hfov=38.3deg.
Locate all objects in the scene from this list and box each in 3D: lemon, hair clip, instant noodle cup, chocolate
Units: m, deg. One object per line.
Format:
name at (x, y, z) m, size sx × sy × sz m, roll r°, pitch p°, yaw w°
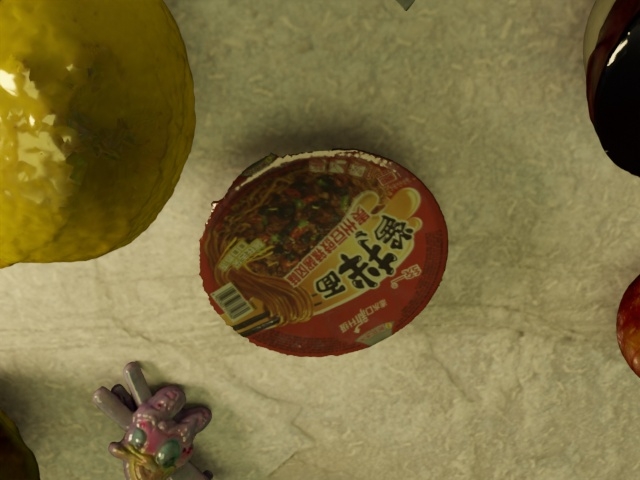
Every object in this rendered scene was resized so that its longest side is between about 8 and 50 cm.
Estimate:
lemon at (-0.243, -0.125, 0.814) m, size 0.268 × 0.268 × 0.322 m, roll 12°, pitch 114°, yaw -14°
hair clip at (-0.187, 0.276, 1.182) m, size 0.137 × 0.090 × 0.278 m, roll -39°, pitch 129°, yaw -23°
instant noodle cup at (0.000, 0.000, 1.024) m, size 0.274 × 0.091 × 0.274 m, roll -3°, pitch 122°, yaw -5°
chocolate at (0.377, -0.193, 0.893) m, size 0.283 × 0.186 × 0.284 m, roll -2°, pitch 132°, yaw -3°

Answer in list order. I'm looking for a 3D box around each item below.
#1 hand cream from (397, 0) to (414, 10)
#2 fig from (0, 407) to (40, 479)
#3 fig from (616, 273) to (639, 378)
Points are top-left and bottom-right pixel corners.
hand cream at (0.064, -0.263, 0.908) m, size 0.093 × 0.019 × 0.030 m, roll 34°, pitch 114°, yaw -27°
fig at (-0.464, 0.299, 1.060) m, size 0.271 × 0.239 × 0.239 m, roll -46°, pitch 126°, yaw -26°
fig at (0.440, 0.126, 1.130) m, size 0.175 × 0.175 × 0.207 m, roll 2°, pitch 142°, yaw -8°
